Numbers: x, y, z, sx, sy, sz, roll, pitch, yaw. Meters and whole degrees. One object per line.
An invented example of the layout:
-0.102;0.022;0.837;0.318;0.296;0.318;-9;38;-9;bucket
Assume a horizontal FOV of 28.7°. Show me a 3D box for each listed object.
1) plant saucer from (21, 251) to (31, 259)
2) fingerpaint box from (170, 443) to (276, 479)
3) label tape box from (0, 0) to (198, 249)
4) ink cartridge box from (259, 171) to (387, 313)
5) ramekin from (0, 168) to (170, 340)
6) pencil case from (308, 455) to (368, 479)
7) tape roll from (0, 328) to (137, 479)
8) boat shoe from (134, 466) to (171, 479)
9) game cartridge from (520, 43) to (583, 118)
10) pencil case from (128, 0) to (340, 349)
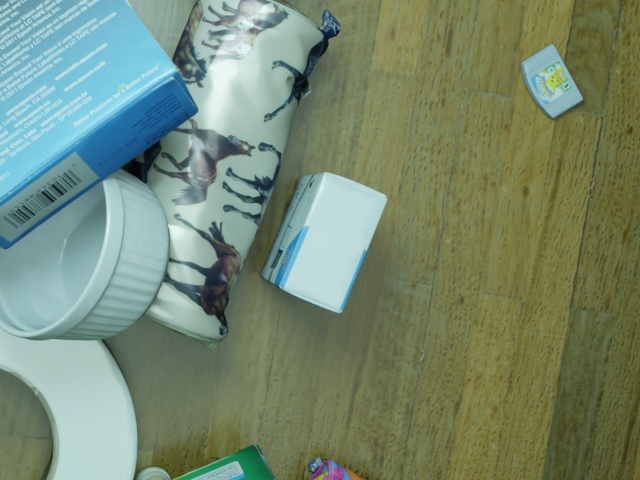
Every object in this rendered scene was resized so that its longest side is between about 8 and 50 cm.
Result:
-0.379;-0.016;1.395;0.195;0.037;0.195;7;64;-14;plant saucer
-0.202;0.496;1.394;0.445;0.163;0.371;-21;111;-10;fingerpaint box
-0.313;-0.198;1.233;0.241;0.106;0.333;-36;72;-3;label tape box
0.000;0.000;1.437;0.082;0.191;0.139;22;88;-11;ink cartridge box
-0.254;0.010;1.315;0.109;0.207;0.207;20;88;-49;ramekin
0.075;0.356;1.521;0.236;0.104;0.104;31;86;-9;pencil case
-0.405;0.233;1.427;0.392;0.072;0.392;-1;93;-12;tape roll
-0.210;0.356;1.478;0.063;0.059;0.170;6;91;-12;boat shoe
0.290;-0.199;1.577;0.056;0.017;0.083;-32;98;-5;game cartridge
-0.117;-0.086;1.424;0.183;0.160;0.410;20;89;-39;pencil case
